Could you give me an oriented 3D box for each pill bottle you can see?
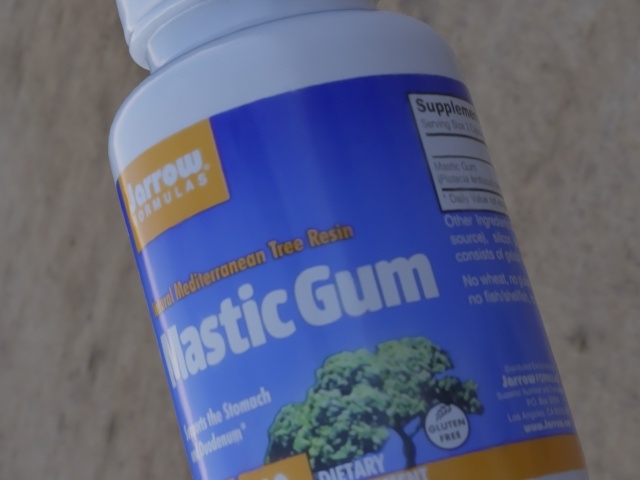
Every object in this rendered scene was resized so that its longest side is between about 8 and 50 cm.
[{"bbox_3d":[0.000,0.000,0.728,0.152,0.152,0.272,-35,68,56],"label":"pill bottle"}]
